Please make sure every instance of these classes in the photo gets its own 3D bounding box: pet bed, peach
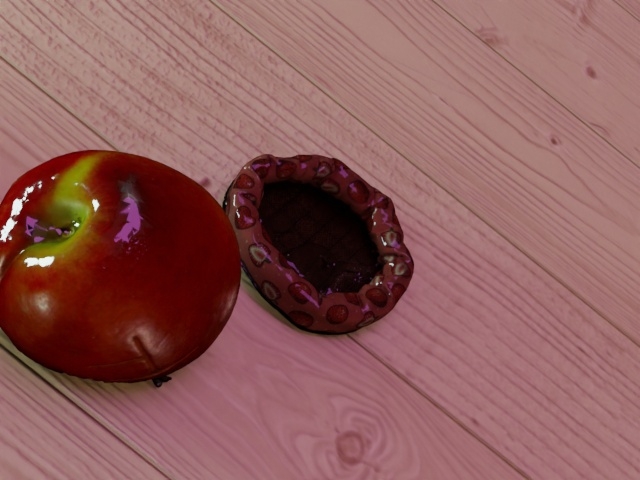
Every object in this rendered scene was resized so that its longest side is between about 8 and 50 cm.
[{"bbox_3d":[0.000,0.000,1.413,0.201,0.053,0.201,18,54,-26],"label":"pet bed"},{"bbox_3d":[-0.170,0.028,1.235,0.190,0.226,0.196,24,77,29],"label":"peach"}]
